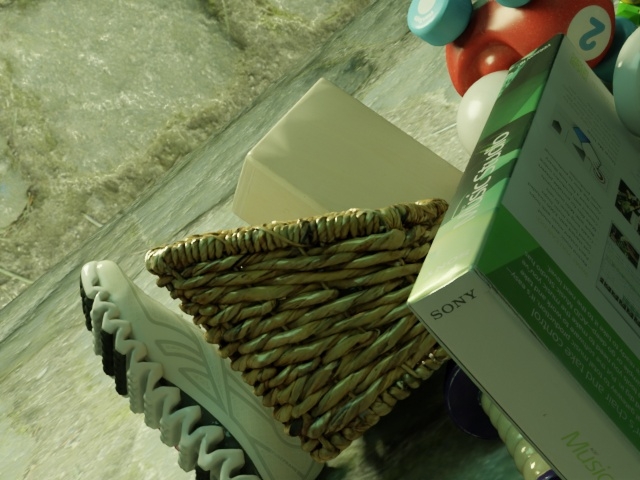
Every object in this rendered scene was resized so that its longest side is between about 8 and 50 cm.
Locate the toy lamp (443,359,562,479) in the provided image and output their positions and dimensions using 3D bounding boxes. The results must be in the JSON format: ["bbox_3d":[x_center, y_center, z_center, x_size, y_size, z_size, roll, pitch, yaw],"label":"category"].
[{"bbox_3d":[0.139,0.135,0.959,0.080,0.080,0.274,-37,14,4],"label":"toy lamp"}]

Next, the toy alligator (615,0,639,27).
[{"bbox_3d":[0.398,-0.296,1.672,0.051,0.056,0.189,14,36,15],"label":"toy alligator"}]

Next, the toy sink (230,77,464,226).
[{"bbox_3d":[0.041,-0.043,1.542,0.153,0.234,0.131,-50,-10,-33],"label":"toy sink"}]

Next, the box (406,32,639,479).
[{"bbox_3d":[0.183,0.025,0.882,0.058,0.232,0.322,-34,15,32],"label":"box"}]

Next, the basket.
[{"bbox_3d":[0.013,0.021,1.157,0.213,0.223,0.299,-42,-2,5],"label":"basket"}]

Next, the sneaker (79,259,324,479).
[{"bbox_3d":[-0.112,0.127,1.231,0.118,0.292,0.110,-35,-15,-21],"label":"sneaker"}]

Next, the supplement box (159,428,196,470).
[{"bbox_3d":[-0.060,0.130,1.361,0.220,0.111,0.114,-43,16,-19],"label":"supplement box"}]

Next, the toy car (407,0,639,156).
[{"bbox_3d":[0.226,-0.164,1.499,0.210,0.219,0.238,-22,51,43],"label":"toy car"}]

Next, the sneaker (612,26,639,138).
[{"bbox_3d":[0.363,-0.126,0.964,0.292,0.108,0.169,-12,11,-30],"label":"sneaker"}]
